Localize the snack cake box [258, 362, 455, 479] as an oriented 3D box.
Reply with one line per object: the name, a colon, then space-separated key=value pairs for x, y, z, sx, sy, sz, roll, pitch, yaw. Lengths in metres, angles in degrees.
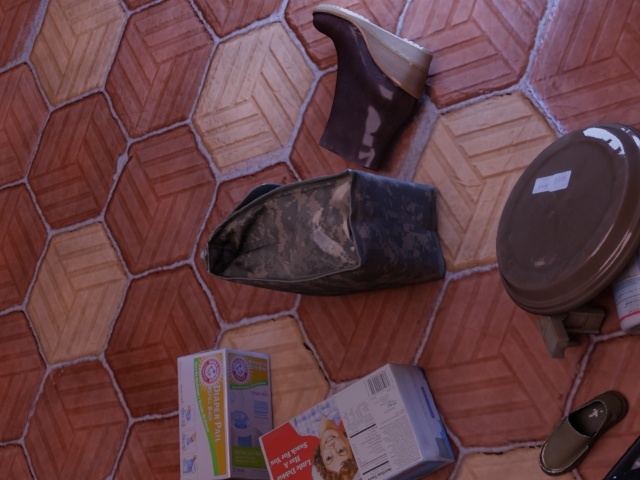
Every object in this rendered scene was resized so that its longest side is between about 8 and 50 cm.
snack cake box: x=0.048 y=0.303 z=1.813 sx=0.264 sy=0.089 sz=0.152 roll=-33 pitch=64 yaw=29

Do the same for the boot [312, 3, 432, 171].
boot: x=0.041 y=-0.241 z=1.938 sx=0.248 sy=0.090 sz=0.207 roll=33 pitch=98 yaw=34

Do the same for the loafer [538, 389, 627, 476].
loafer: x=0.333 y=0.249 z=1.626 sx=0.148 sy=0.050 sz=0.056 roll=-51 pitch=54 yaw=17

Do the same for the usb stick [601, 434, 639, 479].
usb stick: x=0.443 y=0.244 z=1.546 sx=0.077 sy=0.045 sz=0.278 roll=44 pitch=107 yaw=27

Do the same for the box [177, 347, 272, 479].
box: x=-0.148 y=0.278 z=1.956 sx=0.103 sy=0.114 sz=0.203 roll=-15 pitch=70 yaw=35

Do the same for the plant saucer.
plant saucer: x=0.323 y=-0.035 z=1.632 sx=0.278 sy=0.041 sz=0.278 roll=-43 pitch=32 yaw=35

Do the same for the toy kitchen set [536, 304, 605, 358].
toy kitchen set: x=0.328 y=0.132 z=1.629 sx=0.075 sy=0.083 sz=0.068 roll=-101 pitch=19 yaw=-53

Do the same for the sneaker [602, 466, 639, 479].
sneaker: x=0.463 y=0.324 z=1.491 sx=0.270 sy=0.090 sz=0.145 roll=-20 pitch=109 yaw=4

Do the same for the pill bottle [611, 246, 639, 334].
pill bottle: x=0.410 y=0.033 z=1.591 sx=0.087 sy=0.087 sz=0.160 roll=-21 pitch=67 yaw=33

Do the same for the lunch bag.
lunch bag: x=0.000 y=0.000 z=1.824 sx=0.287 sy=0.235 sz=0.168 roll=-13 pitch=78 yaw=35
